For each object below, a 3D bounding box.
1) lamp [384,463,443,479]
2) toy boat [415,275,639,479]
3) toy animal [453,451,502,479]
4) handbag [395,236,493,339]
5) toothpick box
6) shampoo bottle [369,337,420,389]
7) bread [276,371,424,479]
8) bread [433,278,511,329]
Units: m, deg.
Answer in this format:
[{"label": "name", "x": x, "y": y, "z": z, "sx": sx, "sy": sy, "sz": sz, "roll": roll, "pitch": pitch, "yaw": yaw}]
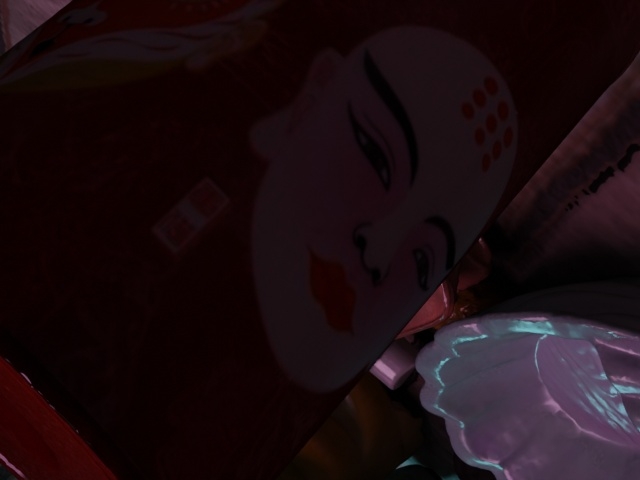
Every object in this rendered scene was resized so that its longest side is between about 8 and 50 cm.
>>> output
[{"label": "lamp", "x": 0.013, "y": 0.292, "z": 0.949, "sx": 0.269, "sy": 0.266, "sz": 0.047, "roll": -153, "pitch": 44, "yaw": -76}, {"label": "toy boat", "x": 0.180, "y": 0.094, "z": 0.670, "sx": 0.199, "sy": 0.100, "sz": 0.290, "roll": 47, "pitch": 154, "yaw": -8}, {"label": "toy animal", "x": 0.164, "y": 0.212, "z": 0.889, "sx": 0.233, "sy": 0.084, "sz": 0.148, "roll": 49, "pitch": 155, "yaw": -20}, {"label": "handbag", "x": 0.000, "y": 0.000, "z": 0.757, "sx": 0.212, "sy": 0.059, "sz": 0.157, "roll": -25, "pitch": 99, "yaw": 47}, {"label": "toothpick box", "x": -0.023, "y": -0.043, "z": 0.487, "sx": 0.204, "sy": 0.333, "sz": 0.204, "roll": 34, "pitch": 153, "yaw": 20}, {"label": "shampoo bottle", "x": -0.001, "y": 0.046, "z": 0.881, "sx": 0.192, "sy": 0.074, "sz": 0.074, "roll": 42, "pitch": 154, "yaw": 5}, {"label": "bread", "x": -0.101, "y": 0.164, "z": 1.004, "sx": 0.315, "sy": 0.270, "sz": 0.212, "roll": 9, "pitch": 122, "yaw": 45}, {"label": "bread", "x": 0.073, "y": 0.036, "z": 0.798, "sx": 0.157, "sy": 0.044, "sz": 0.052, "roll": 18, "pitch": 150, "yaw": 43}]
